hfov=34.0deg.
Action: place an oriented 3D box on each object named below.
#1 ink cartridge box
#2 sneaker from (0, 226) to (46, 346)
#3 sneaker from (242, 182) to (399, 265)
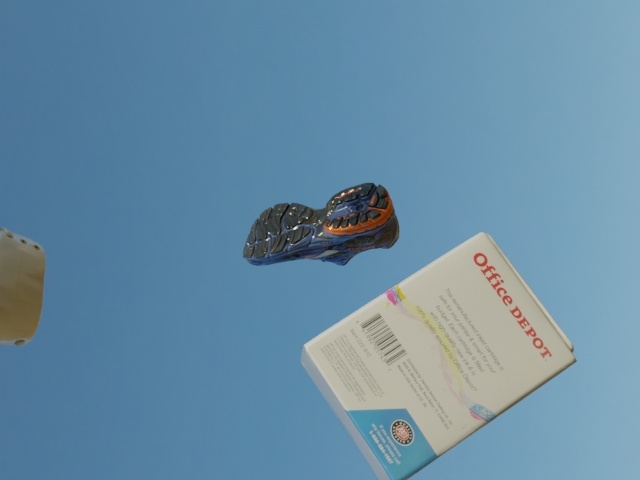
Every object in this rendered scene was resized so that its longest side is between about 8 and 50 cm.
[{"bbox_3d":[0.064,0.066,0.577,0.088,0.122,0.052,56,169,12],"label":"ink cartridge box"},{"bbox_3d":[-0.389,-0.014,1.105,0.169,0.108,0.292,12,-129,-55],"label":"sneaker"},{"bbox_3d":[0.000,0.000,1.302,0.087,0.221,0.083,52,-141,-40],"label":"sneaker"}]
